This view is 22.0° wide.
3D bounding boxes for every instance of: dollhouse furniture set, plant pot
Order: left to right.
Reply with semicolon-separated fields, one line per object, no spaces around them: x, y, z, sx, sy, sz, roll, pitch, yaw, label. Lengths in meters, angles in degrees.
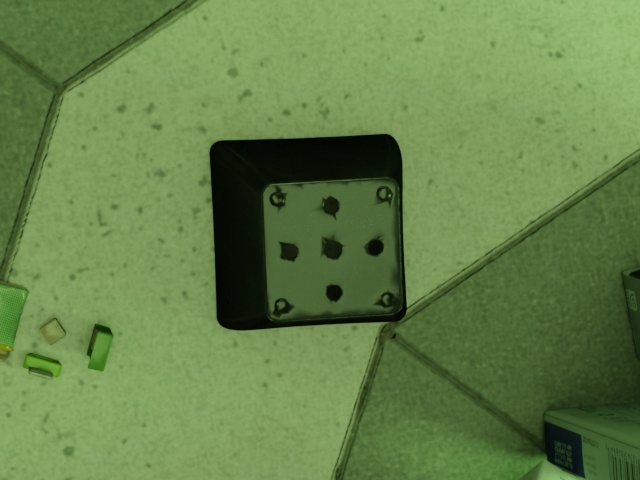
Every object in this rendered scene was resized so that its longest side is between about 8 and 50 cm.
-0.278;0.089;1.579;0.152;0.058;0.076;16;93;-10;dollhouse furniture set
0.000;0.000;1.558;0.188;0.167;0.187;-3;97;-9;plant pot

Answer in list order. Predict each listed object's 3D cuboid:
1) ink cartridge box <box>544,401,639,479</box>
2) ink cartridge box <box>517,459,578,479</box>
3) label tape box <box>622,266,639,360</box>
0.414;0.190;1.559;0.330;0.324;0.071;-4;90;-8;ink cartridge box
0.185;0.342;1.577;0.093;0.154;0.212;33;49;-7;ink cartridge box
0.458;0.073;1.549;0.241;0.334;0.106;-12;98;-7;label tape box
